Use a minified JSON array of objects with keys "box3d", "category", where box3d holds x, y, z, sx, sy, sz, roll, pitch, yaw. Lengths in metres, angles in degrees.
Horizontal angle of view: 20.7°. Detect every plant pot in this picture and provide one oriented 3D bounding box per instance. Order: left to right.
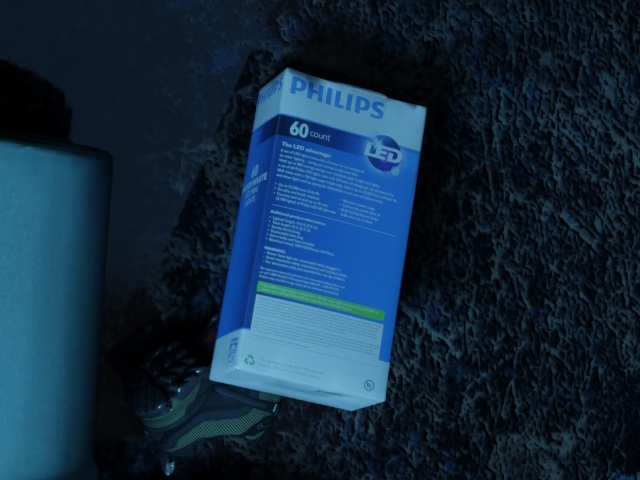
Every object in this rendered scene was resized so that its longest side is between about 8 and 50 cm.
[{"box3d":[-0.306,0.074,1.341,0.341,0.341,0.334,9,93,-17],"category":"plant pot"}]

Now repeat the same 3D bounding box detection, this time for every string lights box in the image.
[{"box3d":[0.000,0.000,1.468,0.133,0.077,0.259,15,73,-18],"category":"string lights box"}]

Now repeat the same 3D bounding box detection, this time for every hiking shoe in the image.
[{"box3d":[-0.060,0.113,1.543,0.227,0.086,0.114,-28,132,-13],"category":"hiking shoe"}]
